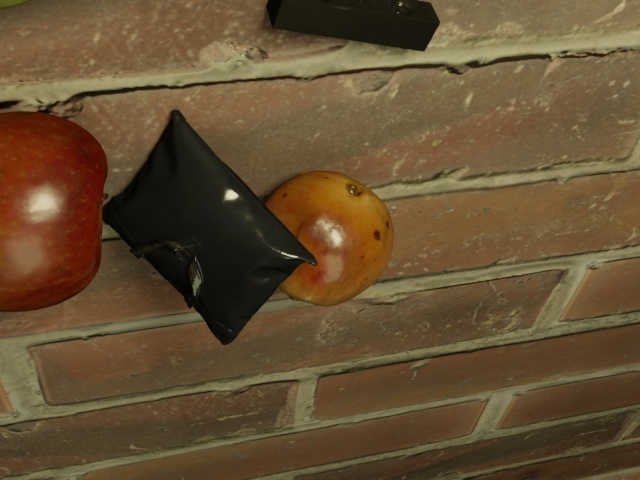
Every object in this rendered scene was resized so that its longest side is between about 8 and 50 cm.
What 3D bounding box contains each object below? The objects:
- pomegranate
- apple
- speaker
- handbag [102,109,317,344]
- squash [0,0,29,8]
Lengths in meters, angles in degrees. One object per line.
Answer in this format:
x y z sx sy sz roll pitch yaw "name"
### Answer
0.002 -0.003 1.079 0.191 0.191 0.191 -11 143 -8 "pomegranate"
-0.344 -0.033 0.869 0.230 0.230 0.230 -11 143 -8 "apple"
0.038 -0.251 0.885 0.191 0.040 0.046 2 140 -24 "speaker"
-0.152 -0.006 1.005 0.211 0.254 0.088 -43 180 34 "handbag"
-0.224 -0.272 0.732 0.250 0.083 0.083 -14 143 -9 "squash"
